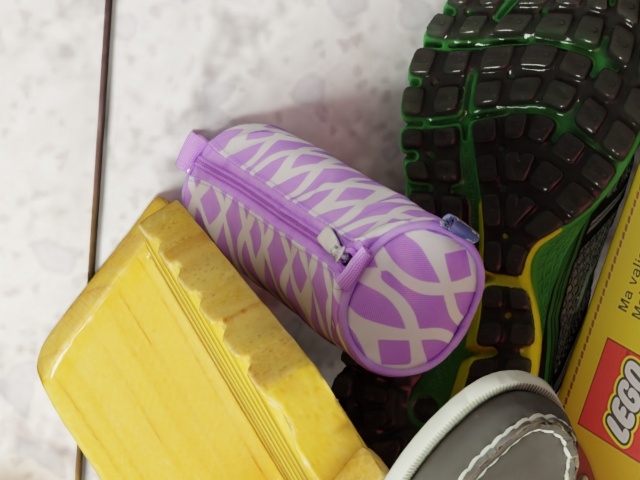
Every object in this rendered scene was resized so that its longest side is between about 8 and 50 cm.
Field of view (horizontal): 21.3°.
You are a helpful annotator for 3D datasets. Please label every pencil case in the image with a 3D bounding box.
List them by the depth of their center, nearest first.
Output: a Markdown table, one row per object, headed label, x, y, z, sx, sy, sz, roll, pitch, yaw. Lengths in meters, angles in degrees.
| label | x | y | z | sx | sy | sz | roll | pitch | yaw |
| --- | --- | --- | --- | --- | --- | --- | --- | --- | --- |
| pencil case | 0.000 | 0.000 | 0.879 | 0.088 | 0.206 | 0.086 | 20 | 96 | -32 |

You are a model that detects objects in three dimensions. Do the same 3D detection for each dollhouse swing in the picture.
| label | x | y | z | sx | sy | sz | roll | pitch | yaw |
| --- | --- | --- | --- | --- | --- | --- | --- | --- | --- |
| dollhouse swing | -0.100 | 0.214 | 0.842 | 0.305 | 0.347 | 0.315 | -31 | 118 | -6 |

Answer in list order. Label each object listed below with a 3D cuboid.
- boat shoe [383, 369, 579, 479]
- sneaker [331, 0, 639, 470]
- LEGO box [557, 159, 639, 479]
| label | x | y | z | sx | sy | sz | roll | pitch | yaw |
| --- | --- | --- | --- | --- | --- | --- | --- | --- | --- |
| boat shoe | 0.046 | 0.161 | 0.639 | 0.081 | 0.069 | 0.228 | 16 | 104 | -26 |
| sneaker | 0.104 | -0.013 | 0.973 | 0.134 | 0.146 | 0.344 | 22 | 92 | 18 |
| LEGO box | 0.368 | -0.040 | 0.949 | 0.372 | 0.193 | 0.500 | 3 | 110 | -43 |
